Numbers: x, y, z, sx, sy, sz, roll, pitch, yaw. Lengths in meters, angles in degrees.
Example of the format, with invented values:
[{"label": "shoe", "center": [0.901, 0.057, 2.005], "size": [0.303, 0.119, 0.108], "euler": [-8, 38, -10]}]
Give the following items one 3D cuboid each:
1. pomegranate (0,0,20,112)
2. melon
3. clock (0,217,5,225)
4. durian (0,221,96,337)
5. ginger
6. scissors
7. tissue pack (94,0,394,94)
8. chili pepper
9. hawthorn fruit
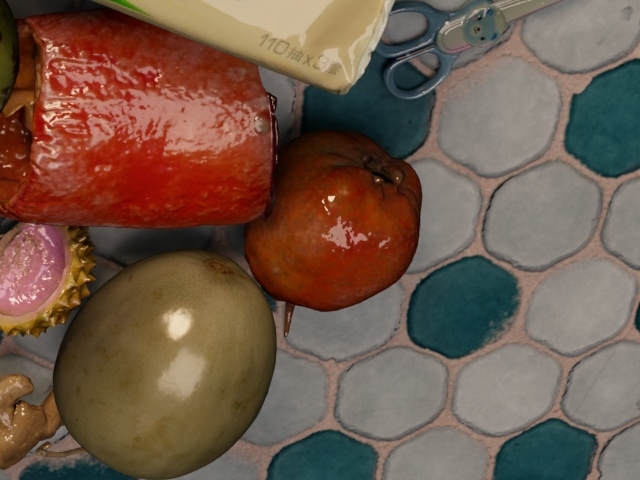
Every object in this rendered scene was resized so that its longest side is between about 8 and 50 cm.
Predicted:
[{"label": "pomegranate", "center": [-0.436, -0.146, 1.256], "size": [0.285, 0.285, 0.340], "euler": [-5, 142, -13]}, {"label": "melon", "center": [-0.184, 0.150, 1.559], "size": [0.272, 0.271, 0.308], "euler": [8, 149, -20]}, {"label": "clock", "center": [-0.482, -0.082, 1.448], "size": [0.281, 0.055, 0.280], "euler": [-7, 124, -11]}, {"label": "durian", "center": [-0.339, 0.040, 1.529], "size": [0.132, 0.165, 0.182], "euler": [42, 66, -11]}, {"label": "ginger", "center": [-0.378, 0.220, 1.611], "size": [0.259, 0.065, 0.149], "euler": [-32, 140, -28]}, {"label": "scissors", "center": [0.186, -0.256, 1.542], "size": [0.256, 0.030, 0.125], "euler": [-21, 127, 1]}, {"label": "tissue pack", "center": [-0.137, -0.338, 1.196], "size": [0.405, 0.331, 0.205], "euler": [20, 115, -20]}, {"label": "chili pepper", "center": [-0.206, -0.129, 1.369], "size": [0.305, 0.229, 0.251], "euler": [-7, 141, -28]}, {"label": "hawthorn fruit", "center": [0.000, 0.000, 1.553], "size": [0.211, 0.210, 0.262], "euler": [19, 123, -26]}]
